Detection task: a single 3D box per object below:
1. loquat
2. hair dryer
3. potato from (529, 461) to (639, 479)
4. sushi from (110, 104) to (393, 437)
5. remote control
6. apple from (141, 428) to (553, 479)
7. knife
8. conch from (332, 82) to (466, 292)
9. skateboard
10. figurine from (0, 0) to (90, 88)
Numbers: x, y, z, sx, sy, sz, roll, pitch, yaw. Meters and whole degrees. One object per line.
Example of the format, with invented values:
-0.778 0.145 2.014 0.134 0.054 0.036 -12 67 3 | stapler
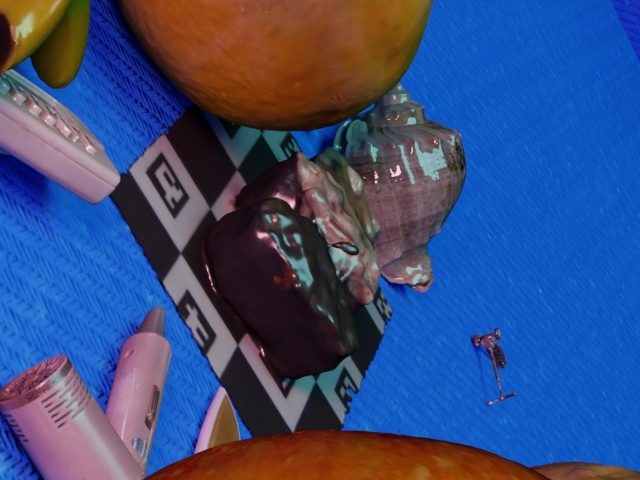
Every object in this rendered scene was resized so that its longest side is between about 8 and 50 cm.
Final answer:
-0.035 -0.223 1.369 0.275 0.275 0.275 48 28 -36 | loquat
-0.114 0.133 1.116 0.195 0.053 0.220 61 16 -14 | hair dryer
0.222 0.284 1.388 0.301 0.237 0.289 40 28 -26 | potato
0.000 0.000 1.417 0.296 0.100 0.373 60 23 -13 | sushi
-0.220 -0.093 1.079 0.090 0.049 0.230 46 7 40 | remote control
0.022 0.285 0.841 0.384 0.374 0.374 27 41 -33 | apple
-0.075 0.191 1.162 0.046 0.022 0.256 48 28 -27 | knife
0.069 -0.053 1.668 0.155 0.130 0.207 1 87 -30 | conch
0.186 0.141 1.789 0.064 0.032 0.083 57 19 -46 | skateboard
-0.229 -0.244 1.053 0.327 0.169 0.218 49 6 -12 | figurine
